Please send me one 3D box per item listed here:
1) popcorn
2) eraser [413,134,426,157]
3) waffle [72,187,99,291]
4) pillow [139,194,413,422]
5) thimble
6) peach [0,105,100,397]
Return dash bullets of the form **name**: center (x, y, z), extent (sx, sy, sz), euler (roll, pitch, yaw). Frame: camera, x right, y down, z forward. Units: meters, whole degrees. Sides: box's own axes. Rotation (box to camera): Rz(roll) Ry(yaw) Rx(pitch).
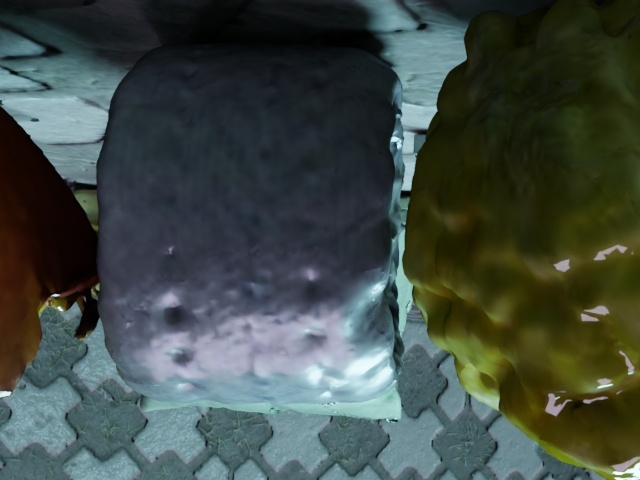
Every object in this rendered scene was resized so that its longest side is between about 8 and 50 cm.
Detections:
- **popcorn**: center (0.159, -0.010, 0.522), extent (0.225, 0.249, 0.249), euler (-7, 180, -33)
- **eraser**: center (0.115, -0.070, 0.834), extent (0.083, 0.019, 0.038), euler (3, 174, 18)
- **waffle**: center (-0.131, 0.023, 1.337), extent (0.376, 0.114, 0.261), euler (7, 173, -13)
- **pillow**: center (-0.047, 0.070, 1.161), extent (0.312, 0.310, 0.119), euler (2, -144, -4)
- **thimble**: center (-0.027, -0.004, 0.651), extent (0.157, 0.217, 0.245), euler (3, 158, 7)
- **peach**: center (-0.301, 0.024, 0.617), extent (0.339, 0.353, 0.416), euler (-30, 151, 9)
